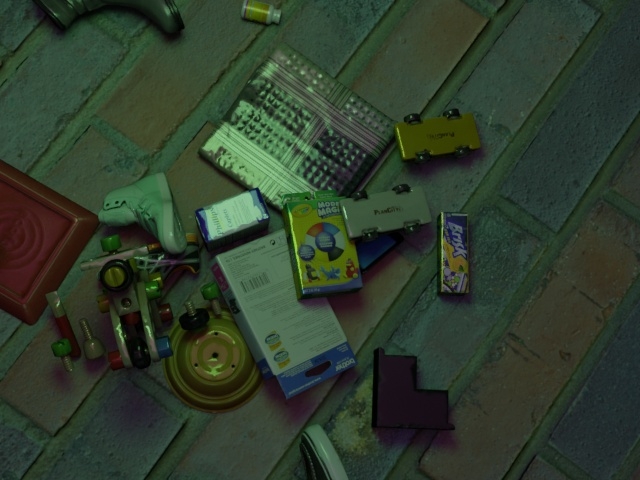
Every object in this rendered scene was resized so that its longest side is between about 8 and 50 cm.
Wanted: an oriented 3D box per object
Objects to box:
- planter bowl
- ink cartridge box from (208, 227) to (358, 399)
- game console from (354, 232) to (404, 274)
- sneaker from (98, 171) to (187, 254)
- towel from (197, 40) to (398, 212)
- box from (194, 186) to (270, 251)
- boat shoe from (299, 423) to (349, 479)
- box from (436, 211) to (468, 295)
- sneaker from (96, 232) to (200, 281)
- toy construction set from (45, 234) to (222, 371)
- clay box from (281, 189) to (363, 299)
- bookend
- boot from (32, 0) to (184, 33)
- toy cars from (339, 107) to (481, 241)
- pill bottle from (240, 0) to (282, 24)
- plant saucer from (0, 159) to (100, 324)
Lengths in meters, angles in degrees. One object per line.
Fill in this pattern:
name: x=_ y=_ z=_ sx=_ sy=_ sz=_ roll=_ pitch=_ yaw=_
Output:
planter bowl: x=-0.206 y=0.228 z=1.828 sx=0.217 sy=0.090 sz=0.217 roll=1 pitch=79 yaw=-4
ink cartridge box: x=-0.073 y=0.144 z=1.839 sx=0.185 sy=0.065 sz=0.311 roll=-22 pitch=79 yaw=-32
game console: x=0.088 y=-0.011 z=1.902 sx=0.122 sy=0.071 sz=0.107 roll=-39 pitch=108 yaw=-11
sneaker: x=-0.350 y=-0.032 z=1.815 sx=0.151 sy=0.256 sz=0.094 roll=-20 pitch=125 yaw=-6
towel: x=-0.046 y=-0.215 z=1.953 sx=0.324 sy=0.056 sz=0.312 roll=36 pitch=82 yaw=1
box: x=-0.177 y=-0.041 z=1.863 sx=0.137 sy=0.126 sz=0.072 roll=-21 pitch=83 yaw=-9
boat shoe: x=0.007 y=0.524 z=1.772 sx=0.119 sy=0.121 sz=0.335 roll=-16 pitch=83 yaw=-12
box: x=0.272 y=0.028 z=1.922 sx=0.059 sy=0.054 sz=0.169 roll=2 pitch=80 yaw=-4
sneaker: x=-0.340 y=0.051 z=1.857 sx=0.214 sy=0.084 sz=0.083 roll=-17 pitch=88 yaw=-8
toy construction set: x=-0.392 y=0.100 z=1.745 sx=0.308 sy=0.257 sz=0.237 roll=-12 pitch=107 yaw=20
clay box: x=0.000 y=0.000 z=1.853 sx=0.127 sy=0.053 sz=0.222 roll=-7 pitch=75 yaw=-16
bookend: x=0.184 y=0.297 z=1.855 sx=0.156 sy=0.072 sz=0.157 roll=3 pitch=78 yaw=-5
boot: x=-0.459 y=-0.501 z=1.935 sx=0.222 sy=0.118 sz=0.338 roll=-42 pitch=76 yaw=-13
toy cars: x=0.177 y=-0.129 z=1.909 sx=0.176 sy=0.087 sz=0.394 roll=38 pitch=69 yaw=-7
pill bottle: x=-0.126 y=-0.488 z=1.994 sx=0.083 sy=0.043 sz=0.043 roll=13 pitch=78 yaw=-1
plant saucer: x=-0.618 y=-0.004 z=1.862 sx=0.259 sy=0.048 sz=0.258 roll=30 pitch=79 yaw=1
